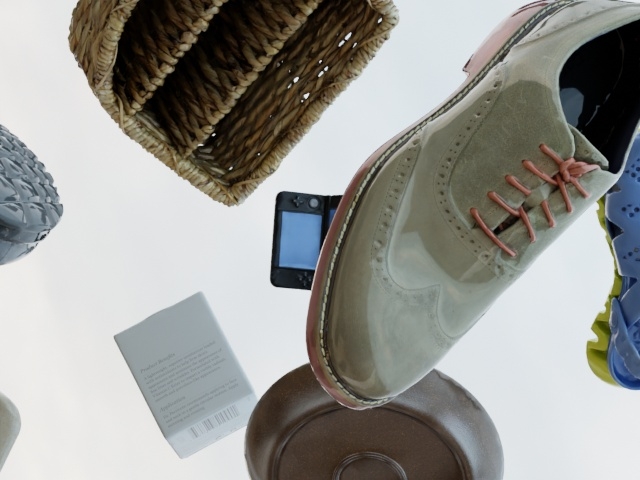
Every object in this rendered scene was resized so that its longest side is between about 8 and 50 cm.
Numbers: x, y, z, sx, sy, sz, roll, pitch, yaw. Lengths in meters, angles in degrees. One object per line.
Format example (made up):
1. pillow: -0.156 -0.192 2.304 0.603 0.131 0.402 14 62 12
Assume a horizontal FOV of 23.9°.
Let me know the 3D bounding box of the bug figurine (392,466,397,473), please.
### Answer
1. bug figurine: 0.081 0.128 1.765 0.216 0.072 0.279 -79 154 -42

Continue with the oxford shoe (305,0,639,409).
1. oxford shoe: 0.115 -0.038 0.999 0.123 0.348 0.130 42 -21 -24

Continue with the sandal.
1. sandal: 0.372 0.032 1.654 0.138 0.126 0.317 -124 -150 -70

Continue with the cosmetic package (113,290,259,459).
1. cosmetic package: -0.196 0.204 2.280 0.184 0.151 0.151 61 -6 20

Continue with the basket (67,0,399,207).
1. basket: -0.106 -0.227 1.595 0.299 0.213 0.223 -46 -131 18

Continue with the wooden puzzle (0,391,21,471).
1. wooden puzzle: -0.479 0.269 1.679 0.348 0.080 0.322 22 -95 58

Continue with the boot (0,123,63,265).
1. boot: -0.310 -0.014 0.915 0.338 0.223 0.118 36 5 37

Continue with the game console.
1. game console: 0.000 0.000 1.865 0.071 0.107 0.122 165 -70 -71

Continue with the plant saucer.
1. plant saucer: 0.060 0.271 1.776 0.050 0.310 0.311 -78 163 -60
